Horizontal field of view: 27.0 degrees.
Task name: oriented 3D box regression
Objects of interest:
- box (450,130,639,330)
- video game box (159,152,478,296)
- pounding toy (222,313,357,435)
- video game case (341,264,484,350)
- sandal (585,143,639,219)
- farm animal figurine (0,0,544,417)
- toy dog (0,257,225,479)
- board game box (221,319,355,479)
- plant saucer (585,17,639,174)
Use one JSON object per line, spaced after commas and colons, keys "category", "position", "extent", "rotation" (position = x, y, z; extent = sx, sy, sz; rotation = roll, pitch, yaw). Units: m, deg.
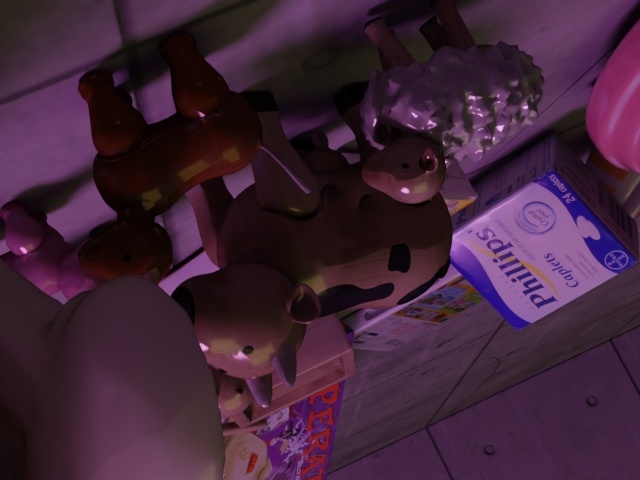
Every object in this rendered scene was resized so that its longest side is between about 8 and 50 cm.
{"category": "box", "position": [0.195, -0.006, 1.205], "extent": [0.137, 0.126, 0.072], "rotation": [-34, -158, 29]}
{"category": "video game box", "position": [0.000, 0.000, 1.071], "extent": [0.205, 0.048, 0.187], "rotation": [-34, 162, 28]}
{"category": "pounding toy", "position": [-0.077, 0.125, 1.275], "extent": [0.206, 0.094, 0.181], "rotation": [-25, 164, -4]}
{"category": "video game case", "position": [0.130, 0.074, 1.602], "extent": [0.206, 0.026, 0.227], "rotation": [-30, 164, 15]}
{"category": "sandal", "position": [0.304, -0.089, 1.262], "extent": [0.265, 0.076, 0.102], "rotation": [-56, 168, 22]}
{"category": "farm animal figurine", "position": [-0.046, 0.021, 0.808], "extent": [0.327, 0.172, 0.330], "rotation": [-18, 164, -29]}
{"category": "toy dog", "position": [-0.299, 0.139, 0.458], "extent": [0.408, 0.284, 0.395], "rotation": [-10, 128, -39]}
{"category": "board game box", "position": [-0.078, 0.259, 1.467], "extent": [0.208, 0.056, 0.347], "rotation": [-18, 128, -42]}
{"category": "plant saucer", "position": [0.367, -0.145, 1.030], "extent": [0.332, 0.084, 0.332], "rotation": [-23, 156, -11]}
